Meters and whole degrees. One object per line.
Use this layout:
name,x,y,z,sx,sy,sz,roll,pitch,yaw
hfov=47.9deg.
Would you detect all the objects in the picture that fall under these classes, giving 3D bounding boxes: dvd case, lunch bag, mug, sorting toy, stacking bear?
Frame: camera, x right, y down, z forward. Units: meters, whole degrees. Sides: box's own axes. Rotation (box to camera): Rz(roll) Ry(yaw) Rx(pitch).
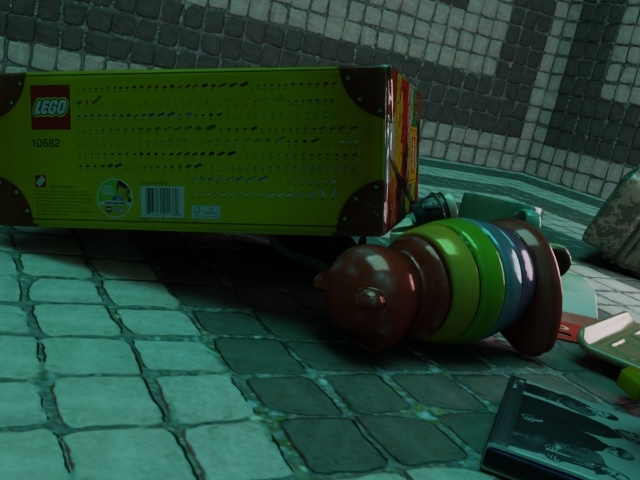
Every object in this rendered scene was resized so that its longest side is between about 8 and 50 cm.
dvd case,0.274,0.197,0.642,0.239,0.029,0.179,18,14,18
lunch bag,0.770,-0.023,1.627,0.256,0.212,0.305,36,25,21
mug,0.277,-0.016,1.135,0.129,0.097,0.158,14,4,17
sorting toy,0.438,0.170,0.900,0.229,0.041,0.307,28,20,35
stacking bear,0.131,0.056,0.849,0.289,0.164,0.175,-4,20,-36

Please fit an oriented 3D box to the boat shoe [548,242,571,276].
boat shoe,0.269,0.038,1.065,0.190,0.068,0.072,-13,15,15

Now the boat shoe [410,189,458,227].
boat shoe,0.147,0.003,1.059,0.065,0.206,0.075,-13,57,-13

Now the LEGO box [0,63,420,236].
LEGO box,-0.127,-0.124,1.001,0.500,0.193,0.372,2,7,12

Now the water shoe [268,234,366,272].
water shoe,0.000,0.000,1.102,0.073,0.080,0.203,0,18,-43

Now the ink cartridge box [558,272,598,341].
ink cartridge box,0.336,0.088,1.110,0.181,0.056,0.224,12,12,2

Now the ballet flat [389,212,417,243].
ballet flat,0.169,-0.002,1.274,0.087,0.083,0.247,1,14,-9
